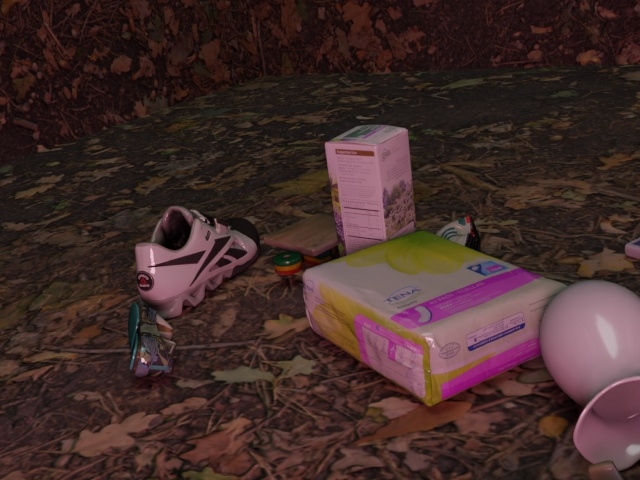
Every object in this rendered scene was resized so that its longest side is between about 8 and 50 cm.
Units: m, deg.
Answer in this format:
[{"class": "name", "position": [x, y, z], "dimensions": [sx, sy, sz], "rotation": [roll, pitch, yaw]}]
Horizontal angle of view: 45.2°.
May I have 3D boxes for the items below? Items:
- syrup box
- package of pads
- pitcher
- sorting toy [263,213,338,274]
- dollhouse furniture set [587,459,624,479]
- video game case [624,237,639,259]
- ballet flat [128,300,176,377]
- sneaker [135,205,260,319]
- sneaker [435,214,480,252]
[{"class": "syrup box", "position": [0.083, -0.053, 1.191], "dimensions": [0.096, 0.236, 0.093], "rotation": [7, 27, 35]}, {"class": "package of pads", "position": [0.134, 0.088, 1.001], "dimensions": [0.229, 0.101, 0.296], "rotation": [-18, 22, -26]}, {"class": "pitcher", "position": [0.321, 0.112, 0.794], "dimensions": [0.178, 0.125, 0.207], "rotation": [-35, 18, 19]}, {"class": "sorting toy", "position": [0.000, 0.000, 1.353], "dimensions": [0.275, 0.046, 0.132], "rotation": [-26, 27, -38]}, {"class": "dollhouse furniture set", "position": [0.172, 0.267, 0.482], "dimensions": [0.201, 0.152, 0.374], "rotation": [-19, -6, 17]}, {"class": "video game case", "position": [0.595, 0.006, 1.143], "dimensions": [0.201, 0.023, 0.183], "rotation": [-21, 24, -26]}, {"class": "ballet flat", "position": [-0.237, 0.141, 1.080], "dimensions": [0.070, 0.070, 0.188], "rotation": [-12, 23, -9]}, {"class": "sneaker", "position": [-0.202, -0.002, 1.308], "dimensions": [0.123, 0.146, 0.330], "rotation": [-2, 20, 21]}, {"class": "sneaker", "position": [0.216, 0.012, 1.247], "dimensions": [0.075, 0.057, 0.161], "rotation": [-19, 18, 20]}]
